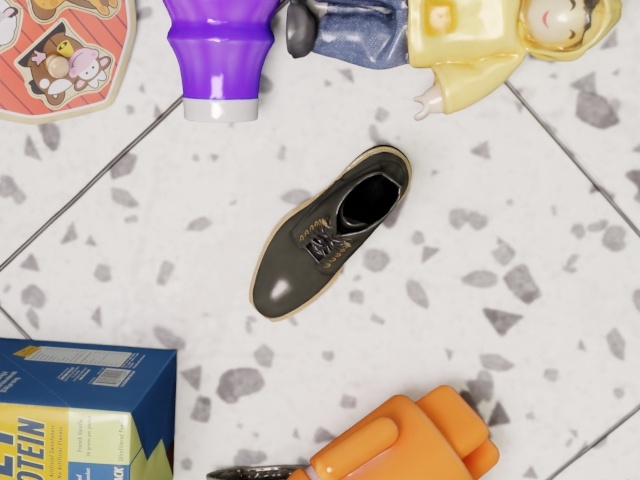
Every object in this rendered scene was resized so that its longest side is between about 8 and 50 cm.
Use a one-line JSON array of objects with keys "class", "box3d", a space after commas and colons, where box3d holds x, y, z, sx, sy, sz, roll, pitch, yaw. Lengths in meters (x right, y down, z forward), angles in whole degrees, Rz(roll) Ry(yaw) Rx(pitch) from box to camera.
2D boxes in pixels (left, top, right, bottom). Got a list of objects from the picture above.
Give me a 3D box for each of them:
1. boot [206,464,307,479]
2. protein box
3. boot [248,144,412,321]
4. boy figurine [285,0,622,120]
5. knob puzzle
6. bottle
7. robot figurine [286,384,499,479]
[{"class": "boot", "box3d": [-0.090, 0.324, 1.178, 0.189, 0.076, 0.209, -9, 107, -9]}, {"class": "protein box", "box3d": [-0.246, 0.179, 1.098, 0.201, 0.200, 0.136, 3, 100, 4]}, {"class": "boot", "box3d": [0.000, 0.000, 1.080, 0.077, 0.137, 0.198, 37, 101, -3]}, {"class": "boy figurine", "box3d": [0.114, -0.189, 1.062, 0.285, 0.092, 0.177, 6, 98, 6]}, {"class": "knob puzzle", "box3d": [-0.235, -0.178, 1.063, 0.213, 0.030, 0.213, -18, 125, -27]}, {"class": "bottle", "box3d": [-0.085, -0.245, 1.059, 0.118, 0.092, 0.283, -2, 101, -14]}, {"class": "robot figurine", "box3d": [0.055, 0.228, 1.110, 0.219, 0.158, 0.128, -35, 85, -8]}]
